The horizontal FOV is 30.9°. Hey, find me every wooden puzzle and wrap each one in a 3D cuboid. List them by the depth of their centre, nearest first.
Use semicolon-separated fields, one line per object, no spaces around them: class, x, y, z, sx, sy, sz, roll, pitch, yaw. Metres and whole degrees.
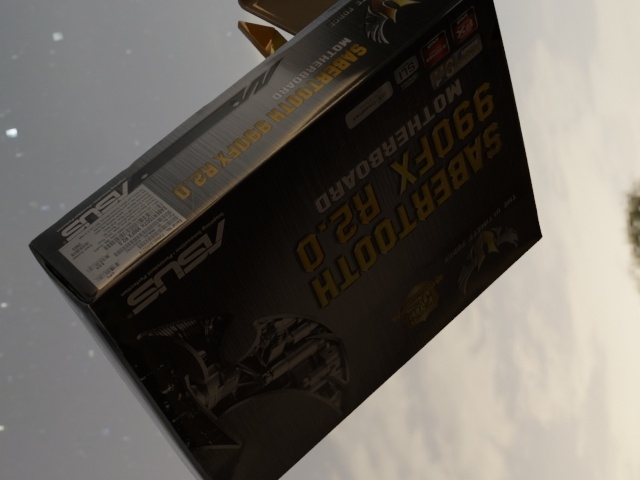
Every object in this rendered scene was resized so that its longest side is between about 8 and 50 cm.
wooden puzzle;-0.003;-0.139;0.685;0.116;0.078;0.014;-37;-25;-30

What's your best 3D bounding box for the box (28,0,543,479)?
box;0.000;0.000;0.558;0.231;0.056;0.183;-40;-42;-16
